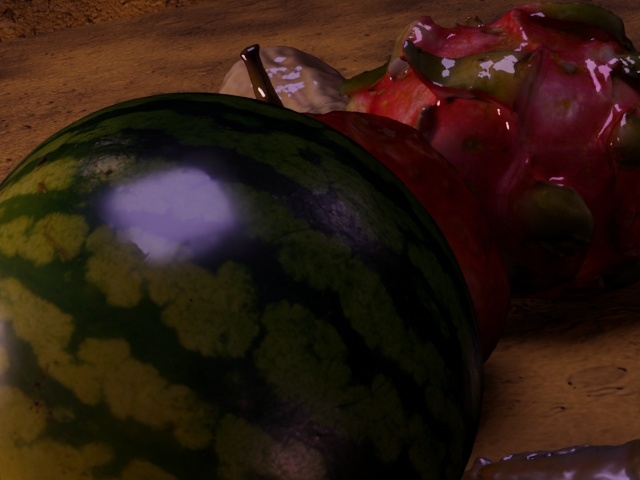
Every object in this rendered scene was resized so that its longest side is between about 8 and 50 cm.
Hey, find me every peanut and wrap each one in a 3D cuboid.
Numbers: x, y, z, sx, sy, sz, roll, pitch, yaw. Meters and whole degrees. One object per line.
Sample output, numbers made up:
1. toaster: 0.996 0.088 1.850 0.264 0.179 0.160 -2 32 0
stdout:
1. peanut: -0.002 -0.082 1.304 0.143 0.159 0.291 -40 34 1

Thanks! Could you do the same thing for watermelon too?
1. watermelon: -0.062 0.071 0.667 0.285 0.285 0.285 -7 18 2

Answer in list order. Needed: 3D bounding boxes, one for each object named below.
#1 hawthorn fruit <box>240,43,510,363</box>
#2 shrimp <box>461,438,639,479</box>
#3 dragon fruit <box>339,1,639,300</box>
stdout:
1. hawthorn fruit: 0.000 0.000 0.898 0.210 0.266 0.230 -31 20 -10
2. shrimp: 0.227 0.111 0.803 0.287 0.068 0.185 -29 22 -26
3. dragon fruit: 0.149 -0.068 1.069 0.303 0.231 0.237 4 17 40
